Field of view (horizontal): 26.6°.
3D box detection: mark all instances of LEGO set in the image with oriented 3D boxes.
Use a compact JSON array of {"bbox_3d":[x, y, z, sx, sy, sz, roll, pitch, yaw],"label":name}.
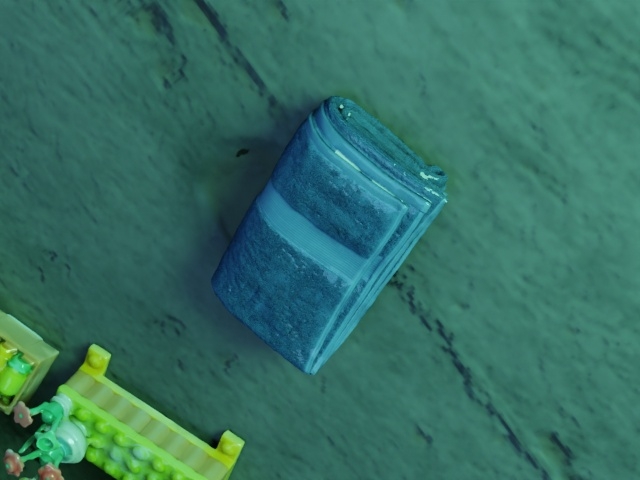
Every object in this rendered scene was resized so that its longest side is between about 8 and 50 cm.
[{"bbox_3d":[-0.094,0.159,0.668,0.132,0.107,0.287,-21,107,37],"label":"LEGO set"}]

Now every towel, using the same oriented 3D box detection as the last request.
[{"bbox_3d":[0.000,0.000,0.565,0.067,0.029,0.119,38,130,5],"label":"towel"}]
